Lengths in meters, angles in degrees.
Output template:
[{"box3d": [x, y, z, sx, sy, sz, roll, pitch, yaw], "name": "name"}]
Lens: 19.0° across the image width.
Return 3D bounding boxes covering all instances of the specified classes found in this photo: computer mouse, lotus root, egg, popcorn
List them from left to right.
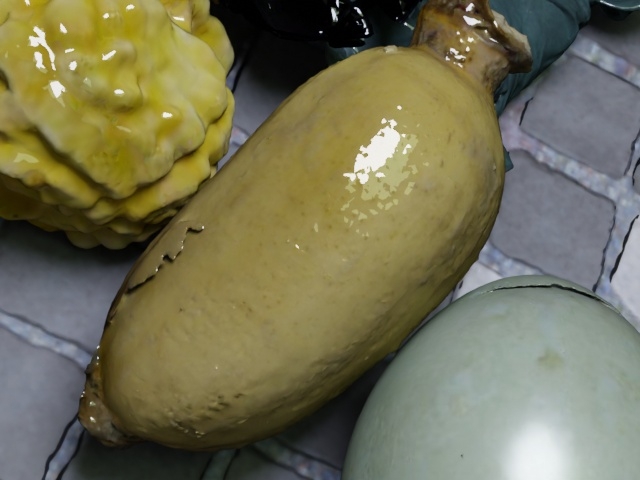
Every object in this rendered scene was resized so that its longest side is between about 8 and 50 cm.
[{"box3d": [-0.124, -0.083, 1.020, 0.180, 0.170, 0.180, -1, 106, -5], "name": "popcorn"}, {"box3d": [-0.026, -0.197, 1.094, 0.146, 0.077, 0.241, -32, 56, -9], "name": "computer mouse"}, {"box3d": [0.002, 0.001, 0.979, 0.131, 0.146, 0.303, 43, 86, -4], "name": "lotus root"}, {"box3d": [0.102, 0.137, 0.976, 0.186, 0.186, 0.253, 14, 63, -12], "name": "egg"}]

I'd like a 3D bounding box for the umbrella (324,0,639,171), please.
[{"box3d": [0.080, -0.109, 1.125, 0.143, 0.094, 0.349, 40, 66, 11], "name": "umbrella"}]
